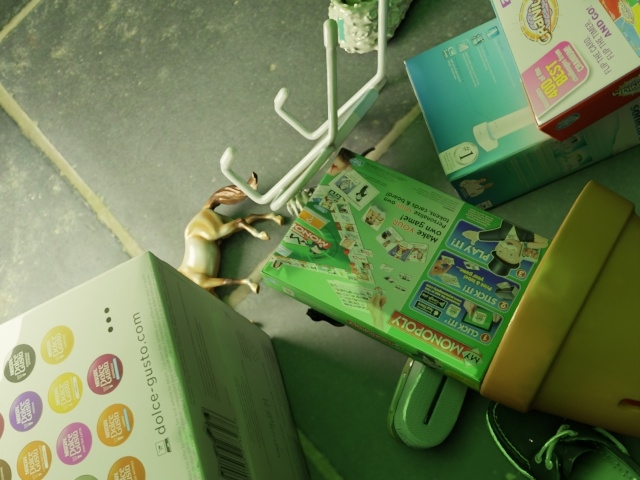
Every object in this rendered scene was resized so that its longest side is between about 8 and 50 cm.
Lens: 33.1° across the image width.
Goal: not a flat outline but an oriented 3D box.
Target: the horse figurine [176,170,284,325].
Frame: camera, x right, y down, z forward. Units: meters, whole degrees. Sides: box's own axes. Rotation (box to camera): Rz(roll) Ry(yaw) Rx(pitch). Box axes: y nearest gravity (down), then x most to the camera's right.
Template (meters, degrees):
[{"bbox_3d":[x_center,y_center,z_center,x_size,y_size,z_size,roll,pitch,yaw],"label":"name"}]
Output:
[{"bbox_3d":[-0.159,0.023,1.644,0.174,0.066,0.263,8,74,21],"label":"horse figurine"}]

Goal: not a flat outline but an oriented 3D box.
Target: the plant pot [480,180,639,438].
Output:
[{"bbox_3d":[0.345,0.103,1.276,0.203,0.291,0.291,29,82,14],"label":"plant pot"}]

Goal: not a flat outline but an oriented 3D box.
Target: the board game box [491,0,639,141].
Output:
[{"bbox_3d":[0.379,-0.305,1.338,0.316,0.064,0.242,-31,59,31],"label":"board game box"}]

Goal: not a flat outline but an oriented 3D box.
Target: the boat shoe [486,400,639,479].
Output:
[{"bbox_3d":[0.320,0.272,1.305,0.302,0.091,0.114,32,84,31],"label":"boat shoe"}]

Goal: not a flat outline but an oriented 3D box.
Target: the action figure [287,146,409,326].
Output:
[{"bbox_3d":[0.044,-0.025,1.529,0.164,0.141,0.276,-5,68,12],"label":"action figure"}]

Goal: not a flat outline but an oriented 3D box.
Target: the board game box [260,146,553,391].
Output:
[{"bbox_3d":[0.112,0.030,1.389,0.317,0.046,0.213,26,70,19],"label":"board game box"}]

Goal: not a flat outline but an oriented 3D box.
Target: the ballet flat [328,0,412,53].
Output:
[{"bbox_3d":[0.132,-0.484,1.691,0.147,0.147,0.409,20,77,30],"label":"ballet flat"}]

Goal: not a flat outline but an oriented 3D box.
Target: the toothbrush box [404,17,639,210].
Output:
[{"bbox_3d":[0.296,-0.202,1.498,0.295,0.126,0.216,-25,60,13],"label":"toothbrush box"}]

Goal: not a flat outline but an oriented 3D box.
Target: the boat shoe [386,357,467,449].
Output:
[{"bbox_3d":[0.167,0.134,1.429,0.302,0.109,0.094,-58,14,-19],"label":"boat shoe"}]

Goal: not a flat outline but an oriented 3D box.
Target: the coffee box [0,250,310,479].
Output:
[{"bbox_3d":[-0.242,0.278,1.411,0.334,0.338,0.338,-25,60,13],"label":"coffee box"}]

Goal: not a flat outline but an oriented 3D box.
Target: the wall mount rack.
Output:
[{"bbox_3d":[0.007,-0.205,1.501,0.304,0.130,0.350,-42,9,39],"label":"wall mount rack"}]
